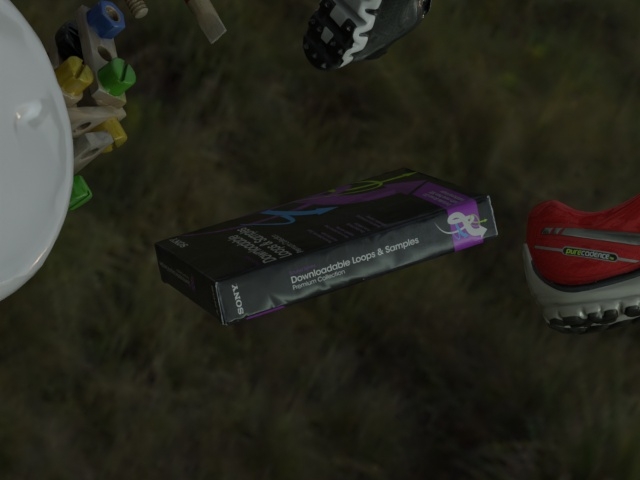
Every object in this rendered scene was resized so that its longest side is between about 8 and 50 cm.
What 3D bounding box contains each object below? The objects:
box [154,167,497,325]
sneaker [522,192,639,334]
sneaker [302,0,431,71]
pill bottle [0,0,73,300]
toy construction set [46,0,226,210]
[{"bbox_3d":[0.000,0.000,1.004,0.162,0.029,0.116,-19,16,-18],"label":"box"},{"bbox_3d":[0.274,-0.022,1.251,0.279,0.107,0.118,-15,80,1],"label":"sneaker"},{"bbox_3d":[0.076,-0.268,1.818,0.106,0.234,0.078,-4,46,-48],"label":"sneaker"},{"bbox_3d":[-0.196,-0.021,0.624,0.117,0.208,0.118,17,69,-50],"label":"pill bottle"},{"bbox_3d":[-0.238,-0.157,1.867,0.237,0.309,0.257,58,2,18],"label":"toy construction set"}]
